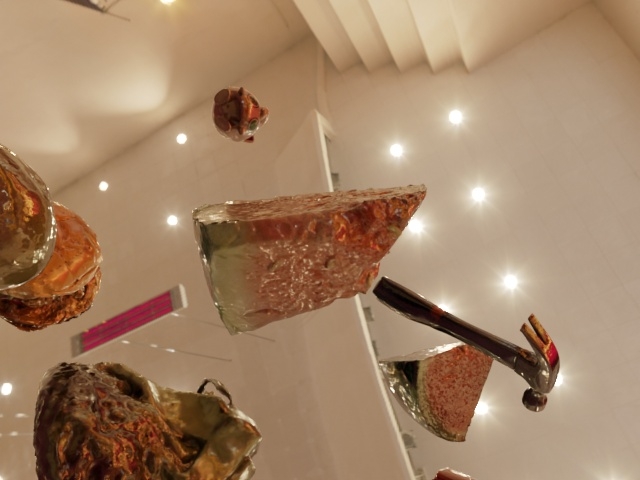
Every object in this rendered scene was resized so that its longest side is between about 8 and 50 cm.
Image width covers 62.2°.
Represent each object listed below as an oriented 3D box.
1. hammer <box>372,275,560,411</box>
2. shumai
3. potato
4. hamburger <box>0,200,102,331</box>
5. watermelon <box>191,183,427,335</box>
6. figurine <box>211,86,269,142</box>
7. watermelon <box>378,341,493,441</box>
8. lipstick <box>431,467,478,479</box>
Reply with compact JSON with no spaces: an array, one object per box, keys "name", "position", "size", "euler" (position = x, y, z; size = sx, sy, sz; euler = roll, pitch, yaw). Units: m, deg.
[{"name":"hammer","position":[0.196,0.121,0.760],"size":[0.289,0.137,0.037],"euler":[27,-135,32]},{"name":"shumai","position":[-0.275,0.371,0.904],"size":[0.348,0.395,0.395],"euler":[-11,-117,-17]},{"name":"potato","position":[-0.399,-0.036,0.593],"size":[0.235,0.160,0.178],"euler":[16,-74,29]},{"name":"hamburger","position":[-0.530,0.036,0.987],"size":[0.244,0.244,0.163],"euler":[48,-59,29]},{"name":"watermelon","position":[0.000,0.000,0.558],"size":[0.256,0.193,0.140],"euler":[-14,-71,-2]},{"name":"figurine","position":[-0.188,-0.290,1.219],"size":[0.125,0.138,0.125],"euler":[1,-88,27]},{"name":"watermelon","position":[0.205,0.247,0.866],"size":[0.202,0.136,0.207],"euler":[-36,-83,25]},{"name":"lipstick","position":[0.304,0.455,0.883],"size":[0.279,0.073,0.073],"euler":[-6,-114,59]}]
